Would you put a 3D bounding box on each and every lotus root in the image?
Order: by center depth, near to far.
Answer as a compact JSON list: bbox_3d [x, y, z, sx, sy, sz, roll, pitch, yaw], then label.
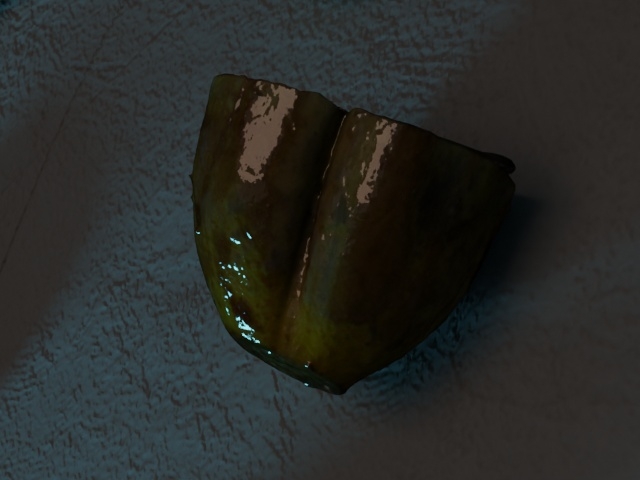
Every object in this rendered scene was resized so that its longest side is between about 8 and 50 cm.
[{"bbox_3d":[0.001,0.000,1.119,0.188,0.199,0.180,14,79,51],"label":"lotus root"}]
